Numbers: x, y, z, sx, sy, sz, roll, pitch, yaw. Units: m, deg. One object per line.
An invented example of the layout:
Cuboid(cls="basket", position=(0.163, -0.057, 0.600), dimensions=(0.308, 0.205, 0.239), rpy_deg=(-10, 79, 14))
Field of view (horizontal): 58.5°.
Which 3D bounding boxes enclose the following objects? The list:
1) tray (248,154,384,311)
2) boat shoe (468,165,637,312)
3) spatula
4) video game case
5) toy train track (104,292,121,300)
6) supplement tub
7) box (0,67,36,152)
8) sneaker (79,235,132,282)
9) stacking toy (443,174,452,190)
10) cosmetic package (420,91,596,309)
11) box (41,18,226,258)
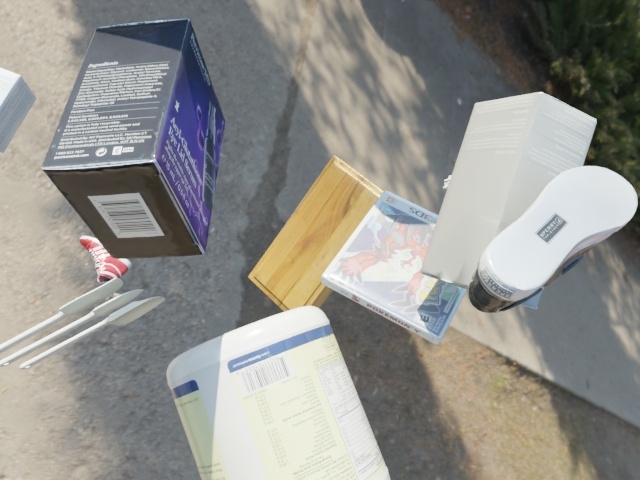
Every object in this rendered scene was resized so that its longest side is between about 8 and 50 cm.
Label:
Cuboid(cls="tray", position=(0.000, 0.000, 1.531), dimensions=(0.203, 0.411, 0.076), rpy_deg=(40, 9, 23))
Cuboid(cls="boat shoe", position=(0.229, 0.002, 0.572), dimensions=(0.228, 0.076, 0.080), rpy_deg=(-35, 70, -30))
Cuboid(cls="spatula", position=(-0.353, 0.128, 0.808), dimensions=(0.019, 0.242, 0.168), rpy_deg=(60, 0, 13))
Cuboid(cls="video game case", position=(0.128, 0.029, 0.829), dimensions=(0.183, 0.023, 0.201), rpy_deg=(27, 55, 15))
Cuboid(cls="toy train track", position=(-0.585, 0.157, 1.625), dimensions=(0.083, 0.014, 0.048), rpy_deg=(18, 104, -17))
Cuboid(cls="supplement tub", position=(-0.047, 0.275, 0.766), dimensions=(0.235, 0.235, 0.325), rpy_deg=(-12, 76, -45))
Cuboid(cls="box", position=(-0.853, -0.346, 1.429), dimensions=(0.180, 0.119, 0.182), rpy_deg=(22, 73, -2))
Cuboid(cls="sneaker", position=(-0.454, 0.042, 1.166), dimensions=(0.118, 0.042, 0.067), rpy_deg=(31, 57, 0))
Cuboid(cls="stacking toy", position=(0.305, -0.065, 1.251), dimensions=(0.052, 0.167, 0.221), rpy_deg=(35, 73, -17))
Cuboid(cls="cosmetic package", position=(0.224, -0.048, 0.699), dimensions=(0.107, 0.127, 0.238), rpy_deg=(15, 92, -23))
Cuboid(cls="box", position=(-0.180, -0.106, 0.603), dimensions=(0.153, 0.108, 0.207), rpy_deg=(77, 12, -56))
